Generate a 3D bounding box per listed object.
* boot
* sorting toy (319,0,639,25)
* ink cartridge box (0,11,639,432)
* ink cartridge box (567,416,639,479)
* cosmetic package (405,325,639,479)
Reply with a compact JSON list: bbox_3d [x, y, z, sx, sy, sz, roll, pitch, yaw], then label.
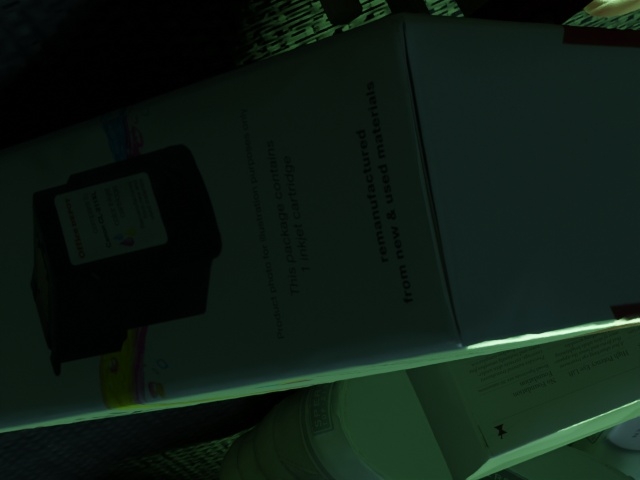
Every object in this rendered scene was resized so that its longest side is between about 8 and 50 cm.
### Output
[{"bbox_3d":[0.075,0.151,0.944,0.123,0.258,0.095,-34,-154,49],"label":"boot"},{"bbox_3d":[0.047,-0.091,0.395,0.132,0.046,0.274,-36,159,35],"label":"sorting toy"},{"bbox_3d":[0.000,0.000,0.474,0.175,0.072,0.127,-14,174,42],"label":"ink cartridge box"},{"bbox_3d":[0.228,0.081,1.019,0.232,0.066,0.189,4,130,-35],"label":"ink cartridge box"},{"bbox_3d":[0.148,0.014,0.770,0.239,0.099,0.060,-18,162,-17],"label":"cosmetic package"}]
